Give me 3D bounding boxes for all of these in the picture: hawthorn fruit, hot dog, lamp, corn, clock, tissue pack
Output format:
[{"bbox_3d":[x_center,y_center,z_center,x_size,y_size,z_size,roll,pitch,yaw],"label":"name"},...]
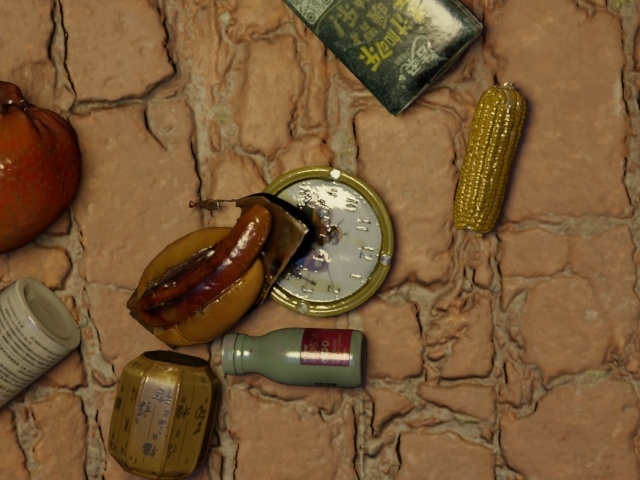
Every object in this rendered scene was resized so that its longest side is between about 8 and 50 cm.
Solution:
[{"bbox_3d":[-0.518,-0.089,1.628,0.277,0.277,0.298,25,112,6],"label":"hawthorn fruit"},{"bbox_3d":[-0.179,0.048,1.622,0.194,0.107,0.326,42,110,9],"label":"hot dog"},{"bbox_3d":[-0.242,0.270,1.658,0.161,0.161,0.185,10,93,7],"label":"lamp"},{"bbox_3d":[0.251,-0.121,1.603,0.080,0.080,0.238,16,98,7],"label":"corn"},{"bbox_3d":[0.000,0.000,1.657,0.237,0.057,0.237,1,95,9],"label":"clock"},{"bbox_3d":[0.090,-0.338,1.589,0.257,0.081,0.185,47,117,2],"label":"tissue pack"}]

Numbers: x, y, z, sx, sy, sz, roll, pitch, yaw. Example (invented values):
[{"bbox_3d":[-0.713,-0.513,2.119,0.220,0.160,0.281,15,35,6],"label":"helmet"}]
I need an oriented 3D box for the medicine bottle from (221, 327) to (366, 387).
[{"bbox_3d":[-0.041,0.179,1.653,0.217,0.090,0.090,2,93,9],"label":"medicine bottle"}]

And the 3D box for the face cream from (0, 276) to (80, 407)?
[{"bbox_3d":[-0.568,0.221,1.706,0.370,0.145,0.145,-37,88,10],"label":"face cream"}]
